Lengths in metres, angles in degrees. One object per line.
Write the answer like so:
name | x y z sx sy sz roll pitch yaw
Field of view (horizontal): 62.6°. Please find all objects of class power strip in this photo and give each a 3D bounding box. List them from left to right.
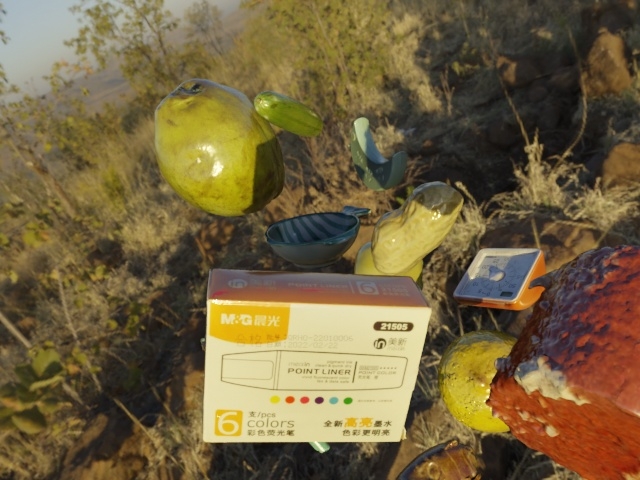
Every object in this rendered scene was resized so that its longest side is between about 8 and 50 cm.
power strip | 0.122 -0.195 1.223 0.044 0.137 0.216 -14 41 -23

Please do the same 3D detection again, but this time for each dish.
dish | 0.000 0.000 1.091 0.246 0.078 0.224 -23 23 -35

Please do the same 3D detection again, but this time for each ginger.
ginger | 0.295 0.766 1.562 0.418 0.254 0.176 -37 63 -18

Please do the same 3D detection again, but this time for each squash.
squash | -0.052 -0.262 1.115 0.066 0.066 0.252 -10 -7 29

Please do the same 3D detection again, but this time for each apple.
apple | 0.229 0.116 1.813 0.262 0.263 0.262 -21 27 11

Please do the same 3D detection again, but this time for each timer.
timer | 0.635 0.154 1.855 0.250 0.161 0.257 -35 21 -34

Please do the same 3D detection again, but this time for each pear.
pear | -0.284 -0.242 1.472 0.351 0.413 0.352 -30 29 19

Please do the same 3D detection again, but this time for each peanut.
peanut | 0.224 -0.028 1.297 0.313 0.152 0.152 -46 7 45

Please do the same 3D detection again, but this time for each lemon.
lemon | 0.439 0.362 1.370 0.257 0.258 0.310 -7 -6 33

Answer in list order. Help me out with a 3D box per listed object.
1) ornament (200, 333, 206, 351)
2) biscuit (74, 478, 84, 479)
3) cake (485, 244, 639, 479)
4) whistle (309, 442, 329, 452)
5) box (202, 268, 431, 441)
ornament | -0.133 0.168 0.902 0.166 0.153 0.196 22 21 25
biscuit | -0.518 0.583 1.174 0.015 0.120 0.120 -48 28 0
cake | 0.271 0.126 0.381 0.282 0.177 0.151 32 74 18
whistle | -0.049 0.496 1.413 0.039 0.186 0.039 -42 0 0
box | -0.015 0.151 0.676 0.273 0.221 0.091 2 24 -8
